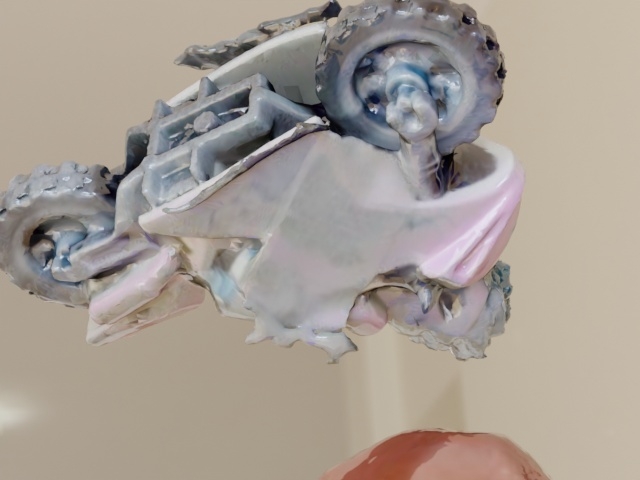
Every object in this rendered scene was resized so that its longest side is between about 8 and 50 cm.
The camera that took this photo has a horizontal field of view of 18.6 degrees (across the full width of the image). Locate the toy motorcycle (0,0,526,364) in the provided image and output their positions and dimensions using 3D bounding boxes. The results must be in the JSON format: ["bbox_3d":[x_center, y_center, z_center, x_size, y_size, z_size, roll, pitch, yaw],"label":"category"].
[{"bbox_3d":[0.000,0.005,0.845,0.239,0.108,0.204,-11,-42,36],"label":"toy motorcycle"}]

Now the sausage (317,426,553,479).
[{"bbox_3d":[0.044,0.188,0.773,0.148,0.254,0.148,8,-29,4],"label":"sausage"}]
